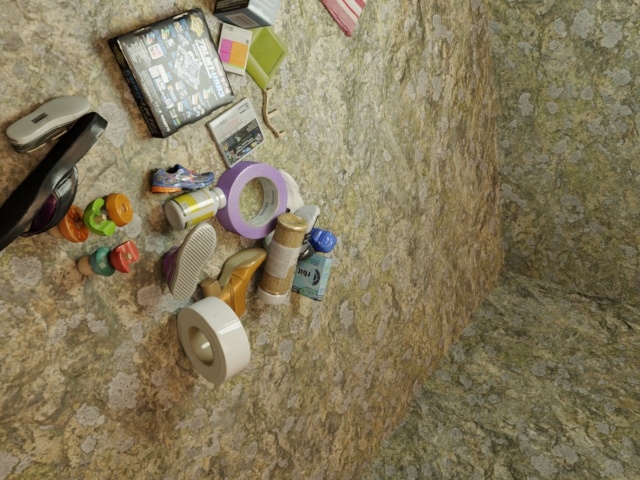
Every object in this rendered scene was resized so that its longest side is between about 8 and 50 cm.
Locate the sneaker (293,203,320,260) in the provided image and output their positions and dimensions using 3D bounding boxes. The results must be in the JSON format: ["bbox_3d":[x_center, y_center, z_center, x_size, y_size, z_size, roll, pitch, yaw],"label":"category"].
[{"bbox_3d":[-0.070,-0.020,1.921,0.268,0.101,0.153,-54,145,7],"label":"sneaker"}]

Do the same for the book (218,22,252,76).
[{"bbox_3d":[-0.284,-0.620,1.532,0.096,0.035,0.144,11,95,-17],"label":"book"}]

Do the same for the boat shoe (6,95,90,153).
[{"bbox_3d":[-0.685,-0.296,1.195,0.219,0.078,0.070,-45,166,-34],"label":"boat shoe"}]

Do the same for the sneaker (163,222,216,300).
[{"bbox_3d":[-0.434,0.034,1.491,0.102,0.161,0.282,10,120,-42],"label":"sneaker"}]

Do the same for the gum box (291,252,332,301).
[{"bbox_3d":[-0.039,0.147,1.984,0.041,0.157,0.184,8,97,-48],"label":"gum box"}]

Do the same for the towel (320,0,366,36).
[{"bbox_3d":[0.121,-1.027,1.877,0.237,0.037,0.328,32,78,-49],"label":"towel"}]

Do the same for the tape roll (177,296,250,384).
[{"bbox_3d":[-0.363,0.335,1.586,0.100,0.286,0.285,-24,119,-41],"label":"tape roll"}]

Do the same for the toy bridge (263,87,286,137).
[{"bbox_3d":[-0.179,-0.466,1.730,0.063,0.026,0.188,-39,129,-32],"label":"toy bridge"}]

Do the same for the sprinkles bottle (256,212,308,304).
[{"bbox_3d":[-0.148,0.074,1.790,0.121,0.121,0.355,-13,130,-46],"label":"sprinkles bottle"}]

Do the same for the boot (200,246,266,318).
[{"bbox_3d":[-0.304,0.174,1.755,0.295,0.104,0.211,-36,132,-29],"label":"boot"}]

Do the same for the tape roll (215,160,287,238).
[{"bbox_3d":[-0.248,-0.147,1.708,0.275,0.090,0.274,-19,117,-43],"label":"tape roll"}]

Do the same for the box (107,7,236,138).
[{"bbox_3d":[-0.428,-0.500,1.408,0.293,0.073,0.295,-42,130,-32],"label":"box"}]

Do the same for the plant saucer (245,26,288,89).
[{"bbox_3d":[-0.196,-0.658,1.635,0.188,0.045,0.188,44,69,-46],"label":"plant saucer"}]

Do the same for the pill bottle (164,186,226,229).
[{"bbox_3d":[-0.404,-0.111,1.535,0.184,0.103,0.103,-29,123,-39],"label":"pill bottle"}]

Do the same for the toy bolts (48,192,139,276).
[{"bbox_3d":[-0.631,-0.011,1.330,0.218,0.159,0.228,-87,163,-67],"label":"toy bolts"}]

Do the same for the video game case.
[{"bbox_3d":[-0.288,-0.377,1.642,0.190,0.022,0.173,-46,131,-30],"label":"video game case"}]

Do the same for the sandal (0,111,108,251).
[{"bbox_3d":[-0.668,-0.129,1.185,0.107,0.168,0.445,47,66,-41],"label":"sandal"}]

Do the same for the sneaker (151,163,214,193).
[{"bbox_3d":[-0.432,-0.202,1.496,0.221,0.083,0.087,-18,107,-48],"label":"sneaker"}]

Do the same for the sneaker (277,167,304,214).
[{"bbox_3d":[-0.136,-0.180,1.841,0.094,0.080,0.212,-41,131,-17],"label":"sneaker"}]

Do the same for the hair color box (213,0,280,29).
[{"bbox_3d":[-0.194,-0.865,1.463,0.114,0.185,0.374,15,91,-49],"label":"hair color box"}]

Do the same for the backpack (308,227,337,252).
[{"bbox_3d":[0.000,0.000,2.008,0.101,0.120,0.097,41,72,-47],"label":"backpack"}]
